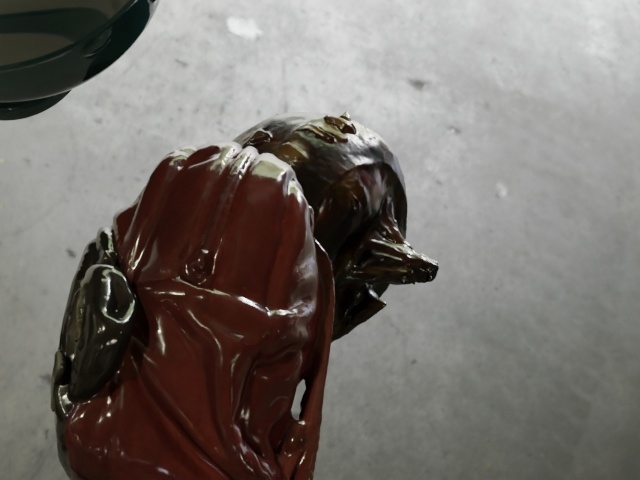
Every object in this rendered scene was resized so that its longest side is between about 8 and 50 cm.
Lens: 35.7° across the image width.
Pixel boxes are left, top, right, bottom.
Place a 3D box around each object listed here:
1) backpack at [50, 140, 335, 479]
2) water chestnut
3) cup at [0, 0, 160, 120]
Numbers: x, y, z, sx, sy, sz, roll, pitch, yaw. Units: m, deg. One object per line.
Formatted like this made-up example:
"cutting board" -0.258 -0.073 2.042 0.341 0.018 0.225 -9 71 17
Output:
"backpack" -0.066 0.050 0.548 0.139 0.229 0.229 13 49 -6
"water chestnut" 0.000 0.000 1.154 0.300 0.300 0.300 14 49 -17
"cup" -0.185 -0.233 0.544 0.219 0.257 0.290 7 76 -3
